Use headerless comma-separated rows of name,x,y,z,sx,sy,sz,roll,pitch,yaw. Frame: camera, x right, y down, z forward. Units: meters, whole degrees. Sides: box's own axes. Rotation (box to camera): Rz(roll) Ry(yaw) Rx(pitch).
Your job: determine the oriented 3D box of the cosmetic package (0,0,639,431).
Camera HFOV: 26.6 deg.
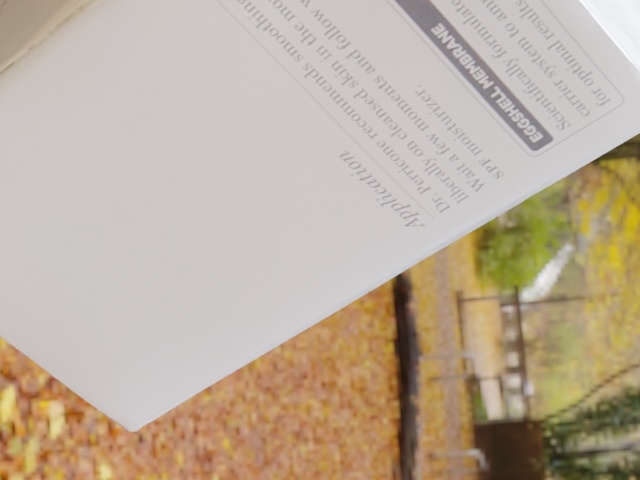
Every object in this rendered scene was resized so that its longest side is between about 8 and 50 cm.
cosmetic package,-0.018,-0.091,0.477,0.138,0.225,0.224,44,31,-27
